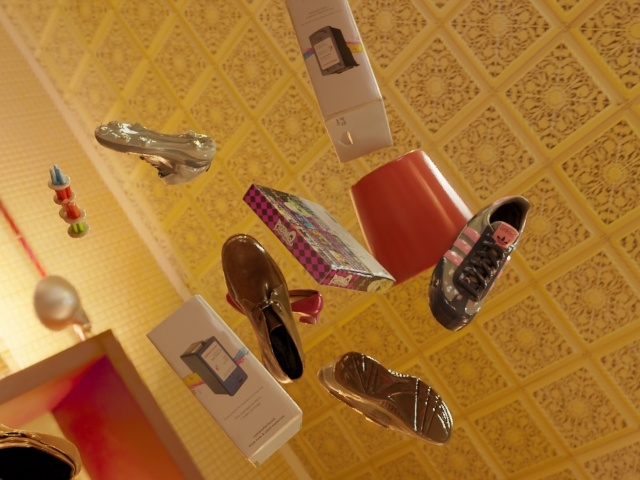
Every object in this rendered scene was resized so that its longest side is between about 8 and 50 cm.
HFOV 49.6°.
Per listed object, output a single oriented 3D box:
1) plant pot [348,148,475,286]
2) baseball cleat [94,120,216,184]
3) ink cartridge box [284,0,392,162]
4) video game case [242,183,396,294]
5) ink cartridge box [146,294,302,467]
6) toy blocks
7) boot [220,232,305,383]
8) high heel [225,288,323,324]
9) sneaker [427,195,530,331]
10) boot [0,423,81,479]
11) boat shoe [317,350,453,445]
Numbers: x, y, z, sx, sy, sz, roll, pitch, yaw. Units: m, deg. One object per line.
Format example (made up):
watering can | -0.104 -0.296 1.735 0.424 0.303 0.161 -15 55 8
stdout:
plant pot | 0.202 -0.055 1.547 0.274 0.274 0.243 -30 -95 40
baseball cleat | -0.282 -0.142 1.176 0.072 0.205 0.110 -110 -146 -43
ink cartridge box | 0.042 -0.354 1.471 0.131 0.226 0.307 -20 -110 6
video game case | 0.000 0.000 1.207 0.232 0.210 0.042 46 -72 31
ink cartridge box | -0.125 0.192 0.938 0.212 0.093 0.154 48 -15 15
toy blocks | -0.591 -0.094 1.616 0.123 0.054 0.148 51 -26 34
boot | -0.098 0.123 1.301 0.115 0.112 0.306 145 -78 -77
high heel | -0.112 0.136 1.664 0.243 0.082 0.117 16 -40 10
sneaker | 0.302 0.027 1.300 0.112 0.319 0.131 36 -38 -5
boot | -0.497 0.323 1.012 0.220 0.283 0.109 158 -53 -67
boat shoe | 0.131 0.317 1.369 0.302 0.109 0.098 32 -35 -20
